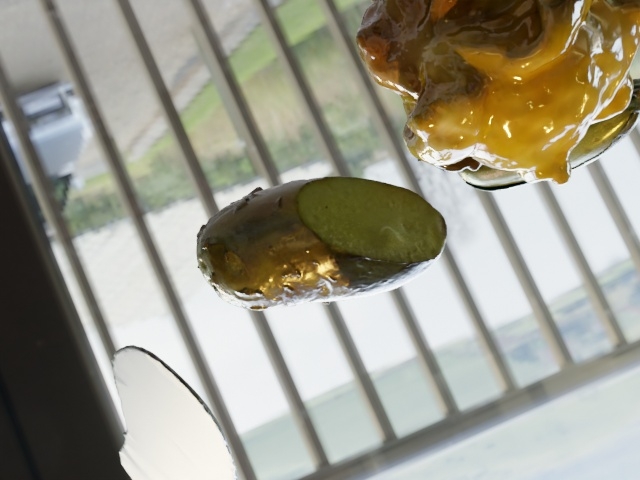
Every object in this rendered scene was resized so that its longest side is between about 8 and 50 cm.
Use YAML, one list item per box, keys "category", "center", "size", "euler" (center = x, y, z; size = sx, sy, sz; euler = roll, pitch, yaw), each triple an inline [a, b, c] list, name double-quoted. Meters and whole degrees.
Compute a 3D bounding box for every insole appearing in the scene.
- category: "insole"
  center: [-0.071, 0.102, 0.651]
  size: [0.003, 0.080, 0.232]
  euler: [-44, 169, -23]

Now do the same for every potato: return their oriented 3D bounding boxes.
- category: "potato"
  center: [0.000, 0.000, 1.617]
  size: [0.298, 0.141, 0.176]
  euler: [-9, 159, -1]

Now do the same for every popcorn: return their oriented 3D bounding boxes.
- category: "popcorn"
  center: [0.170, -0.207, 1.298]
  size: [0.281, 0.316, 0.297]
  euler: [-15, -143, 58]

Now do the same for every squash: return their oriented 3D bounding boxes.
- category: "squash"
  center: [0.317, -0.134, 1.788]
  size: [0.094, 0.094, 0.341]
  euler: [-11, 172, -46]
